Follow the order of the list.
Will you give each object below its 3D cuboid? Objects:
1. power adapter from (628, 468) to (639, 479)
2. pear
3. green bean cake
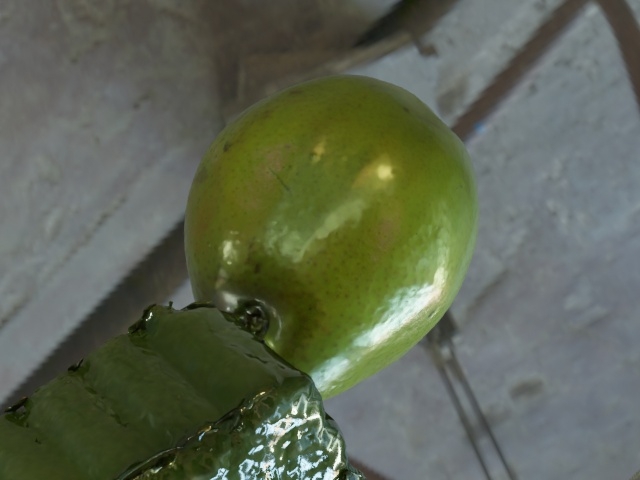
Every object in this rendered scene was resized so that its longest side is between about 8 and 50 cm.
[{"bbox_3d":[0.198,0.136,0.531,0.125,0.205,0.130,-34,152,-7],"label":"power adapter"},{"bbox_3d":[0.000,0.000,1.111,0.220,0.187,0.187,-51,136,-28],"label":"pear"},{"bbox_3d":[-0.083,0.156,0.837,0.214,0.113,0.200,-33,130,-16],"label":"green bean cake"}]
